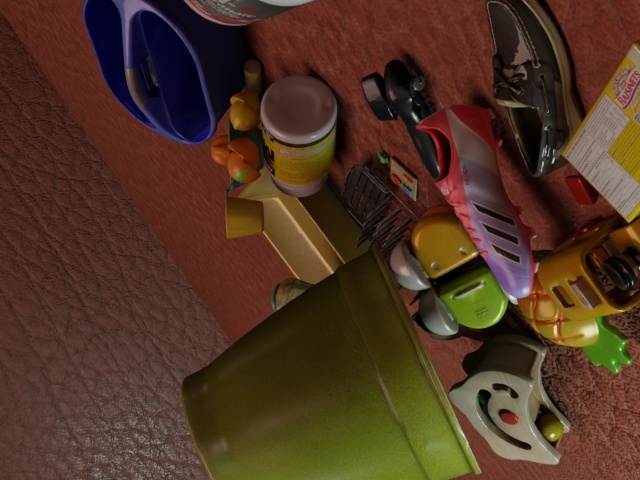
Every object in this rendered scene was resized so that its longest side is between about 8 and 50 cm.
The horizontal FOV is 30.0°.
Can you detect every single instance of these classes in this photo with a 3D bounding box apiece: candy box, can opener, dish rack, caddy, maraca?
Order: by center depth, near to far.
[{"bbox_3d":[0.314,-0.105,1.185,0.105,0.027,0.206,51,157,15],"label":"candy box"},{"bbox_3d":[0.313,0.087,1.483,0.186,0.099,0.127,49,165,13],"label":"maraca"},{"bbox_3d":[0.127,-0.160,1.581,0.073,0.059,0.186,-7,133,41],"label":"can opener"},{"bbox_3d":[0.120,0.007,1.879,0.271,0.074,0.208,47,162,10],"label":"dish rack"},{"bbox_3d":[-0.264,-0.308,2.000,0.241,0.179,0.341,23,149,24],"label":"caddy"}]

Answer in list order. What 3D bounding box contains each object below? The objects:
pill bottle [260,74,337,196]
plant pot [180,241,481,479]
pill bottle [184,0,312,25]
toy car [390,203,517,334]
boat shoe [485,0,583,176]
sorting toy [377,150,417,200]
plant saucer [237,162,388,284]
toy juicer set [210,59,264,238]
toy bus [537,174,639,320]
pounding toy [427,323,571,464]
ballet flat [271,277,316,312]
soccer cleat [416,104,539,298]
[{"bbox_3d":[-0.034,-0.159,1.895,0.119,0.119,0.208,47,162,20],"label":"pill bottle"},{"bbox_3d":[-0.002,0.239,1.749,0.366,0.352,0.367,-24,-90,-88],"label":"plant pot"},{"bbox_3d":[-0.064,-0.366,1.455,0.176,0.176,0.318,58,163,-14],"label":"pill bottle"},{"bbox_3d":[0.196,0.032,1.661,0.182,0.159,0.136,57,-161,-11],"label":"toy car"},{"bbox_3d":[0.221,-0.164,1.272,0.080,0.073,0.224,27,150,54],"label":"boat shoe"},{"bbox_3d":[0.114,-0.100,1.799,0.083,0.012,0.062,45,162,26],"label":"sorting toy"},{"bbox_3d":[0.000,0.000,2.195,0.333,0.081,0.333,53,164,-1],"label":"plant saucer"},{"bbox_3d":[-0.140,-0.180,1.985,0.209,0.089,0.329,90,179,-46],"label":"toy juicer set"},{"bbox_3d":[0.325,0.033,1.335,0.191,0.104,0.202,37,157,43],"label":"toy bus"},{"bbox_3d":[0.296,0.200,1.816,0.154,0.155,0.269,-18,121,43],"label":"pounding toy"},{"bbox_3d":[0.012,0.201,2.267,0.123,0.123,0.349,37,160,43],"label":"ballet flat"},{"bbox_3d":[0.190,-0.044,1.446,0.083,0.095,0.248,149,107,-75],"label":"soccer cleat"}]
